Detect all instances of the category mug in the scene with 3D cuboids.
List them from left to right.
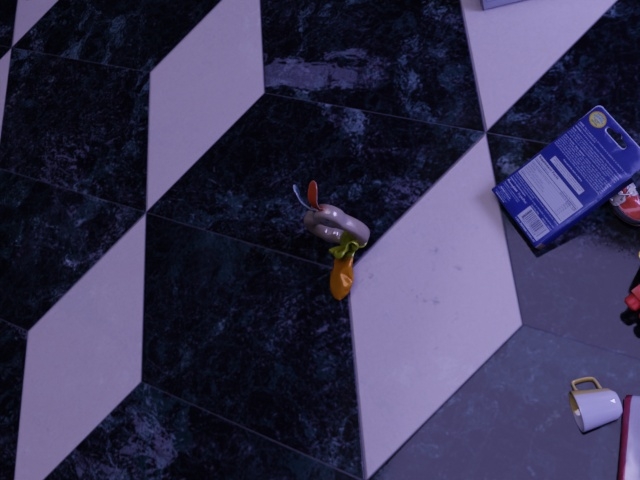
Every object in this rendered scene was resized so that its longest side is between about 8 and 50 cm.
[{"bbox_3d":[0.418,0.246,0.998,0.064,0.062,0.078,-15,73,7],"label":"mug"}]

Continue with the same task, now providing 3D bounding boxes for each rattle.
[{"bbox_3d":[0.000,0.000,1.167,0.130,0.199,0.143,29,83,27],"label":"rattle"}]

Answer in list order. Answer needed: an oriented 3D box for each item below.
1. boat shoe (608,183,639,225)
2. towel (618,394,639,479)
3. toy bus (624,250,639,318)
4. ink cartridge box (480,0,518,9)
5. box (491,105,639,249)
[{"bbox_3d":[0.501,-0.085,1.095,0.049,0.043,0.137,-27,64,8],"label":"boat shoe"},{"bbox_3d":[0.565,0.339,0.864,0.329,0.037,0.237,-1,68,40],"label":"towel"},{"bbox_3d":[0.575,0.065,0.966,0.211,0.149,0.220,-47,64,14],"label":"toy bus"},{"bbox_3d":[0.446,-0.628,1.269,0.309,0.130,0.272,-9,67,18],"label":"ink cartridge box"},{"bbox_3d":[0.420,-0.105,1.107,0.225,0.036,0.136,-41,60,22],"label":"box"}]
